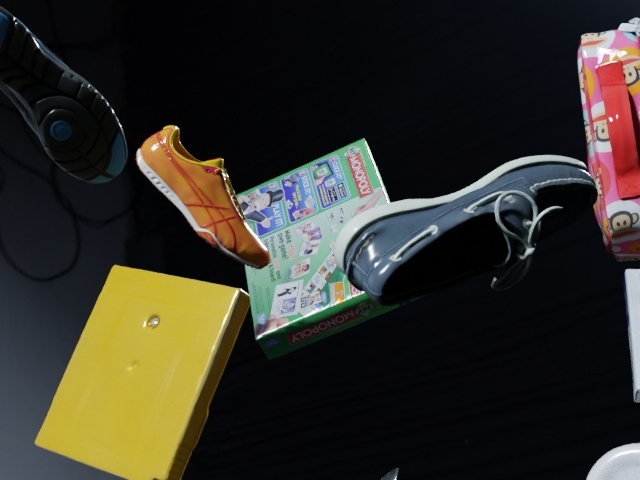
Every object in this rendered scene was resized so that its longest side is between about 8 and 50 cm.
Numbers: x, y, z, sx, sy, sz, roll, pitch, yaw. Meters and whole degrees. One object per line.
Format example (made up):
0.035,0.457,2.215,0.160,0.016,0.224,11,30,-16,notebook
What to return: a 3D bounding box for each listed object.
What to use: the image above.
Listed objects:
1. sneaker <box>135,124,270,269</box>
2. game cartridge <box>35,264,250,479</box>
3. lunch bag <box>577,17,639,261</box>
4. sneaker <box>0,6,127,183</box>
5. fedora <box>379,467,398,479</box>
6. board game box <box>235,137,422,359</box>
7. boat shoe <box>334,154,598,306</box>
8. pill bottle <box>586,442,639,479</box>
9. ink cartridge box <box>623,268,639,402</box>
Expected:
-0.108,-0.042,0.913,0.175,0.067,0.064,47,5,-7,sneaker
-0.280,0.208,1.440,0.053,0.285,0.323,42,63,-51,game cartridge
0.400,-0.128,1.189,0.258,0.120,0.293,24,59,-67,lunch bag
-0.432,-0.241,1.454,0.341,0.125,0.139,54,-3,-24,sneaker
0.108,0.415,0.990,0.334,0.152,0.334,11,90,-81,fedora
0.000,0.000,1.232,0.317,0.213,0.046,-104,169,-52,board game box
0.139,-0.007,0.771,0.254,0.095,0.079,-13,38,-24,boat shoe
0.479,0.373,1.309,0.278,0.162,0.162,25,51,-61,pill bottle
0.580,0.142,1.373,0.045,0.224,0.223,74,21,-50,ink cartridge box
